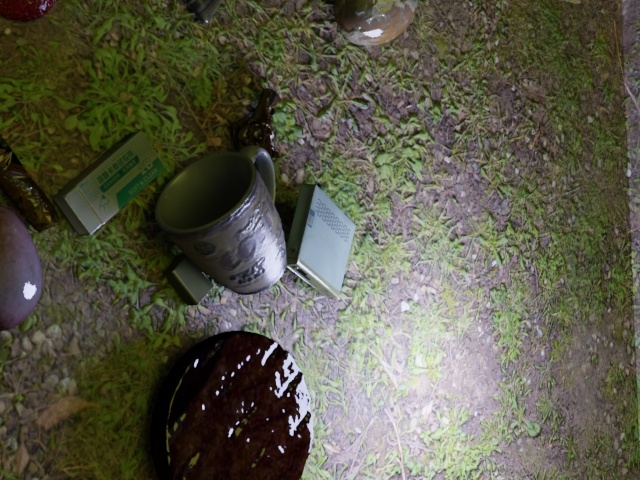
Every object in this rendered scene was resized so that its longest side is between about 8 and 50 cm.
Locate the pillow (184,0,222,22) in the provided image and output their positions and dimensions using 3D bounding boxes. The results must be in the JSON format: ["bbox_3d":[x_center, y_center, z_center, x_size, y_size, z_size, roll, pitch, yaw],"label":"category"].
[{"bbox_3d":[-0.259,-0.605,2.028,0.212,0.052,0.208,45,62,-30],"label":"pillow"}]

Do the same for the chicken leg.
[{"bbox_3d":[-0.138,-0.247,2.111,0.125,0.080,0.196,15,69,-52],"label":"chicken leg"}]

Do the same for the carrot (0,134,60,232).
[{"bbox_3d":[-0.553,-0.111,1.713,0.069,0.069,0.228,-51,122,-33],"label":"carrot"}]

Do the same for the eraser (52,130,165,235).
[{"bbox_3d":[-0.406,-0.113,1.858,0.225,0.052,0.095,-48,120,-34],"label":"eraser"}]

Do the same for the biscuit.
[{"bbox_3d":[-0.185,0.393,2.010,0.407,0.091,0.407,6,81,-42],"label":"biscuit"}]

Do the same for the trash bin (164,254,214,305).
[{"bbox_3d":[-0.274,0.082,1.977,0.061,0.043,0.092,-52,119,-32],"label":"trash bin"}]

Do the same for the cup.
[{"bbox_3d":[-0.170,-0.047,1.983,0.301,0.227,0.257,-63,142,-32],"label":"cup"}]

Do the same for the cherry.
[{"bbox_3d":[-0.576,0.035,1.584,0.239,0.206,0.239,-1,93,-31],"label":"cherry"}]

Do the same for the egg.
[{"bbox_3d":[0.132,-0.569,2.294,0.203,0.203,0.245,52,55,-28],"label":"egg"}]

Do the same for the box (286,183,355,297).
[{"bbox_3d":[0.000,0.000,2.173,0.270,0.045,0.210,40,60,-62],"label":"box"}]

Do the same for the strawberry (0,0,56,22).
[{"bbox_3d":[-0.548,-0.477,1.741,0.187,0.082,0.146,-35,104,-34],"label":"strawberry"}]
